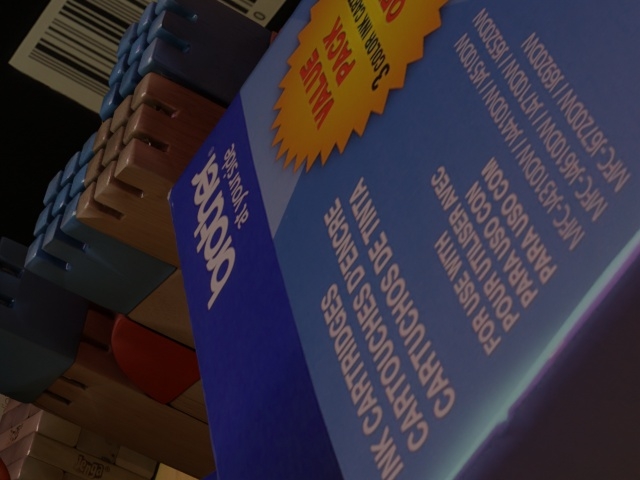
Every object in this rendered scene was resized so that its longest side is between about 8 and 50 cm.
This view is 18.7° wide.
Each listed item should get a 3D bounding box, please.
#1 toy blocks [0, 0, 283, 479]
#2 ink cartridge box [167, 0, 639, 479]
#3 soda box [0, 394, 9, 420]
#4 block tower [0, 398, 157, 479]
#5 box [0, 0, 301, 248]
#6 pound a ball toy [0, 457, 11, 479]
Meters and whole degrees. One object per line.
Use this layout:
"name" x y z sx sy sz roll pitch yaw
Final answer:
"toy blocks" 0.000 0.000 0.833 0.381 0.261 0.191 -40 31 46
"ink cartridge box" 0.095 -0.021 0.544 0.395 0.151 0.270 -55 24 20
"soda box" -0.254 0.158 1.507 0.069 0.074 0.216 -50 24 30
"block tower" -0.191 0.238 1.242 0.097 0.091 0.335 -31 38 54
"box" -0.095 -0.277 1.353 0.480 0.297 0.472 -48 23 34
"pound a ball toy" -0.209 0.080 0.845 0.319 0.135 0.208 145 113 -77
